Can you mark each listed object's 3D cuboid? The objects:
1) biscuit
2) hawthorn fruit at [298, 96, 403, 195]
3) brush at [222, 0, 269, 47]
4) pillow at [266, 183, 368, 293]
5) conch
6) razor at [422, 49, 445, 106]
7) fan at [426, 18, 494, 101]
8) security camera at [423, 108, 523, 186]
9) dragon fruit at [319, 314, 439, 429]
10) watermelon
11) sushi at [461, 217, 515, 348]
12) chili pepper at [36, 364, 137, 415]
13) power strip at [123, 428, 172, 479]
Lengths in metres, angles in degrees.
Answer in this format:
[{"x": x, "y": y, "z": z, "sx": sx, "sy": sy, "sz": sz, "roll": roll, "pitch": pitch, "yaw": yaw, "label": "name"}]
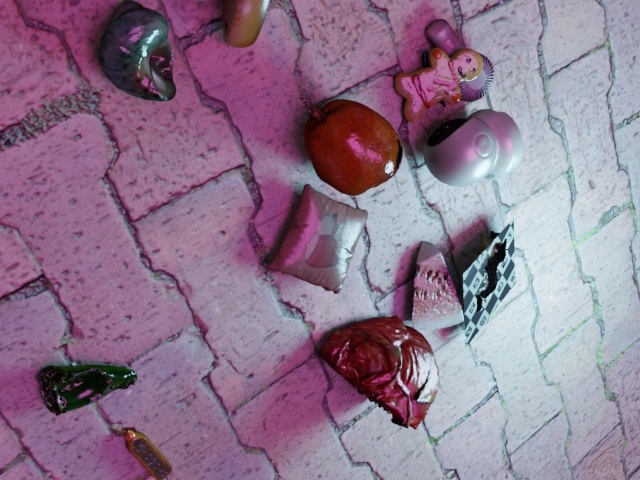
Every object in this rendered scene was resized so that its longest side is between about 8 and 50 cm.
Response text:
[{"x": 0.300, "y": -0.403, "z": 1.978, "sx": 0.234, "sy": 0.030, "sz": 0.153, "roll": -26, "pitch": 117, "yaw": -1, "label": "biscuit"}, {"x": 0.053, "y": -0.232, "z": 1.801, "sx": 0.211, "sy": 0.211, "sz": 0.299, "roll": -53, "pitch": 128, "yaw": -9, "label": "hawthorn fruit"}, {"x": -0.192, "y": -0.512, "z": 1.577, "sx": 0.166, "sy": 0.174, "sz": 0.267, "roll": -4, "pitch": 124, "yaw": -21, "label": "brush"}, {"x": 0.000, "y": 0.000, "z": 1.916, "sx": 0.223, "sy": 0.084, "sz": 0.236, "roll": 25, "pitch": 87, "yaw": -37, "label": "pillow"}, {"x": -0.350, "y": -0.367, "z": 1.531, "sx": 0.176, "sy": 0.122, "sz": 0.188, "roll": -14, "pitch": 116, "yaw": -54, "label": "conch"}, {"x": 0.282, "y": -0.410, "z": 2.013, "sx": 0.028, "sy": 0.044, "sz": 0.154, "roll": -23, "pitch": 118, "yaw": 2, "label": "razor"}, {"x": 0.353, "y": -0.462, "z": 2.024, "sx": 0.130, "sy": 0.074, "sz": 0.244, "roll": -43, "pitch": 120, "yaw": -2, "label": "fan"}, {"x": 0.378, "y": -0.230, "z": 2.038, "sx": 0.236, "sy": 0.194, "sz": 0.194, "roll": -19, "pitch": 115, "yaw": -29, "label": "security camera"}, {"x": 0.136, "y": 0.354, "z": 2.084, "sx": 0.330, "sy": 0.302, "sz": 0.240, "roll": 22, "pitch": 121, "yaw": -27, "label": "dragon fruit"}, {"x": 0.302, "y": 0.122, "z": 2.178, "sx": 0.154, "sy": 0.094, "sz": 0.241, "roll": -15, "pitch": 112, "yaw": -20, "label": "watermelon"}, {"x": 0.468, "y": 0.112, "z": 2.286, "sx": 0.294, "sy": 0.059, "sz": 0.292, "roll": -43, "pitch": 139, "yaw": -32, "label": "sushi"}, {"x": -0.495, "y": 0.308, "z": 1.689, "sx": 0.216, "sy": 0.062, "sz": 0.108, "roll": 2, "pitch": 110, "yaw": -36, "label": "chili pepper"}, {"x": -0.404, "y": 0.494, "z": 1.831, "sx": 0.049, "sy": 0.028, "sz": 0.178, "roll": -41, "pitch": 123, "yaw": -17, "label": "power strip"}]
